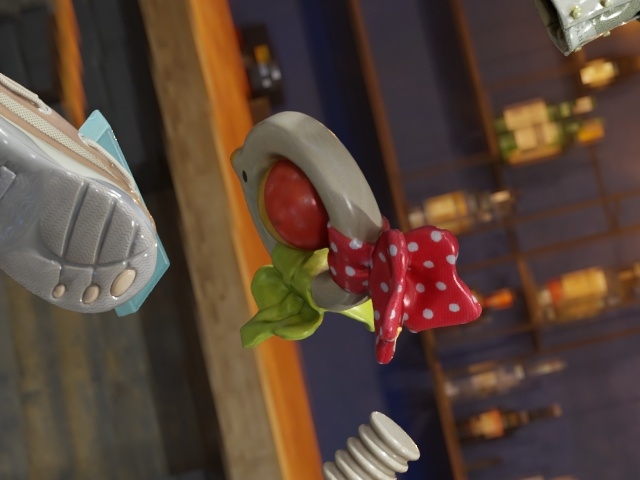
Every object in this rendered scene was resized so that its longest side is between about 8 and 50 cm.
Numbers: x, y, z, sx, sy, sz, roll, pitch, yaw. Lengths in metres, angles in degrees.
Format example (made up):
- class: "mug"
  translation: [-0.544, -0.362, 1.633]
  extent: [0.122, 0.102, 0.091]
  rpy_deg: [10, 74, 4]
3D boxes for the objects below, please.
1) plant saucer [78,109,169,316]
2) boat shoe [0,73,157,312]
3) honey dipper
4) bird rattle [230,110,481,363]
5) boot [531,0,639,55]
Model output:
- class: "plant saucer"
  translation: [-0.162, -0.016, 1.418]
  extent: [0.067, 0.018, 0.192]
  rpy_deg: [-56, 149, -27]
- class: "boat shoe"
  translation: [-0.255, -0.071, 1.272]
  extent: [0.324, 0.123, 0.116]
  rpy_deg: [40, 16, -12]
- class: "honey dipper"
  translation: [-0.019, 0.145, 0.831]
  extent: [0.030, 0.161, 0.030]
  rpy_deg: [42, 9, -8]
- class: "bird rattle"
  translation: [0.000, 0.000, 1.399]
  extent: [0.207, 0.143, 0.253]
  rpy_deg: [63, -17, -4]
- class: "boot"
  translation: [0.238, -0.167, 1.216]
  extent: [0.213, 0.165, 0.077]
  rpy_deg: [55, -8, 21]
